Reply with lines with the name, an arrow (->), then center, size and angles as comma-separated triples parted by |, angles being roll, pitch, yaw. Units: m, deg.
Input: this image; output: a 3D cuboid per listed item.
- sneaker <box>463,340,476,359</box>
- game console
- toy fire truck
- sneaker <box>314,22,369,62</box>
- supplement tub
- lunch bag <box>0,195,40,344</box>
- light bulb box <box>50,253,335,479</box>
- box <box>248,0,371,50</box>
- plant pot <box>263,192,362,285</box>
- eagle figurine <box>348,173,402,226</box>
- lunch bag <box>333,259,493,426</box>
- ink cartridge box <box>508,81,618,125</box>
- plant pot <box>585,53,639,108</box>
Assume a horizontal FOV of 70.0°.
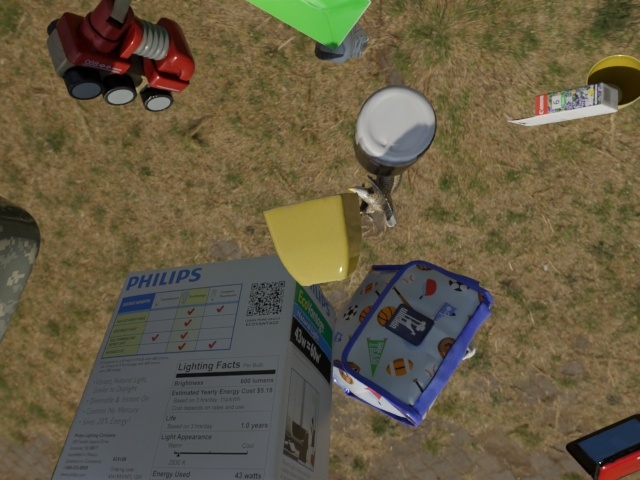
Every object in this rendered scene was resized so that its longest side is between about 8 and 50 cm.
sneaker -> 0.409, 0.383, 1.550 | 0.232, 0.115, 0.091 | -23, 76, 14
game console -> 0.468, 0.305, 0.706 | 0.143, 0.085, 0.124 | -25, 131, 2
toy fire truck -> -0.297, -0.356, 0.754 | 0.246, 0.217, 0.159 | -27, 80, 33
sneaker -> 0.059, -0.478, 1.065 | 0.129, 0.297, 0.111 | 21, 125, -15
supplement tub -> 0.198, -0.295, 1.307 | 0.206, 0.338, 0.208 | 0, 90, 1
lunch bag -> -0.472, 0.072, 0.436 | 0.212, 0.256, 0.305 | 27, 95, 6
light bulb box -> -0.175, 0.242, 0.774 | 0.357, 0.362, 0.225 | -7, 142, 17
box -> -0.045, -0.520, 0.824 | 0.261, 0.231, 0.126 | 19, 145, -26
plant pot -> 0.000, 0.000, 0.469 | 0.081, 0.081, 0.084 | -10, 93, 18
eagle figurine -> 0.211, -0.175, 1.645 | 0.227, 0.225, 0.298 | 63, 149, 14
lunch bag -> 0.183, 0.226, 1.078 | 0.239, 0.328, 0.385 | 45, 162, -17
ink cartridge box -> 0.311, -0.174, 0.592 | 0.115, 0.062, 0.029 | 3, 95, 48
plant pot -> 0.740, -0.385, 1.161 | 0.134, 0.095, 0.135 | -3, 81, 18
